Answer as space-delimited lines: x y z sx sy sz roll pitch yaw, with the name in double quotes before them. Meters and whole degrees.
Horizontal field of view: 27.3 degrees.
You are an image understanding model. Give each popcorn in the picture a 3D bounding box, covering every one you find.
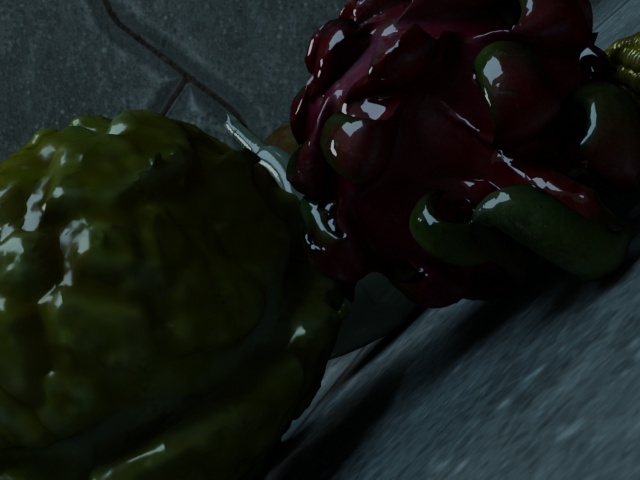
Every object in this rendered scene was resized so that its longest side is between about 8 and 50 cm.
"popcorn" -0.119 0.047 0.828 0.282 0.282 0.247 -45 -1 -41

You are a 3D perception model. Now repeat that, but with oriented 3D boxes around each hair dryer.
"hair dryer" 0.045 -0.044 1.062 0.229 0.267 0.092 -19 -35 9

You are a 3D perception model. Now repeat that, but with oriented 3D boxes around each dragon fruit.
"dragon fruit" 0.078 -0.065 0.741 0.218 0.198 0.273 -35 1 -15

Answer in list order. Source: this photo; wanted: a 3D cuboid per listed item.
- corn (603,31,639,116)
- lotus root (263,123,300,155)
"corn" 0.199 -0.090 0.760 0.067 0.067 0.206 -43 5 4
"lotus root" 0.001 0.001 1.196 0.199 0.188 0.180 -40 14 7
